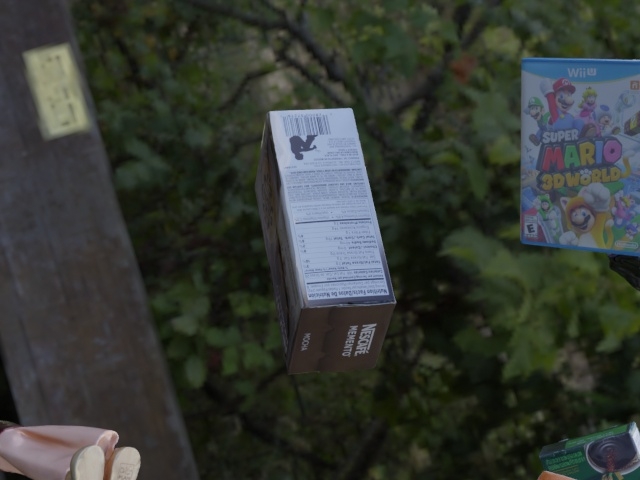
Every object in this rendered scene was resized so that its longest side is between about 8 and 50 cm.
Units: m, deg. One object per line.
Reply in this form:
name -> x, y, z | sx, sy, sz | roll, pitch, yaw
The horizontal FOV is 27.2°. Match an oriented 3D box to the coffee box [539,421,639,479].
coffee box -> 0.332, 0.305, 1.486 | 0.184, 0.113, 0.040 | 68, 23, -6

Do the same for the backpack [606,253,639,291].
backpack -> 0.510, -0.027, 1.731 | 0.276, 0.263, 0.213 | 105, -18, -79

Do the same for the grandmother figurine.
grandmother figurine -> -0.400, 0.272, 1.750 | 0.208, 0.342, 0.104 | 33, 70, -55

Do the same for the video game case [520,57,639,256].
video game case -> 0.229, -0.074, 1.146 | 0.015, 0.119, 0.166 | -17, 109, -53

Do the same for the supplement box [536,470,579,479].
supplement box -> 0.246, 0.348, 1.323 | 0.078, 0.080, 0.233 | -44, 137, -43

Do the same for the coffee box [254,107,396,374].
coffee box -> 0.000, 0.000, 1.676 | 0.168, 0.119, 0.297 | 104, -21, -56
